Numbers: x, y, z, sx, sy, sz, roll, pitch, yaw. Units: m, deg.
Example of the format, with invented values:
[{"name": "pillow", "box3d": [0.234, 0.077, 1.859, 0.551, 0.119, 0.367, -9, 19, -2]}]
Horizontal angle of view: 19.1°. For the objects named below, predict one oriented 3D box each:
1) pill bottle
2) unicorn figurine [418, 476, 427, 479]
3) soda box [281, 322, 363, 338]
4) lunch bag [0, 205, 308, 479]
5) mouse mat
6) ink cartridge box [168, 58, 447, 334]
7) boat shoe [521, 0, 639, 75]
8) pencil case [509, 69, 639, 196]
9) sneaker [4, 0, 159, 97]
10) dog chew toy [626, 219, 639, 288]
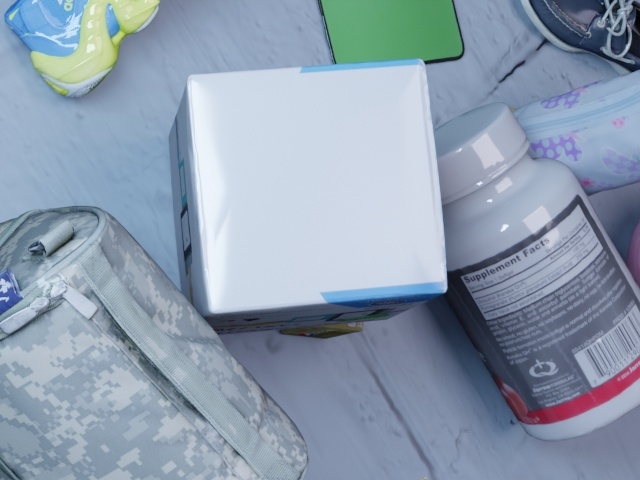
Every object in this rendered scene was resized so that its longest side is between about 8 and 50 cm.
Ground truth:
[{"name": "pill bottle", "box3d": [0.208, 0.028, 1.915, 0.176, 0.176, 0.318, -41, 107, -37]}, {"name": "unicorn figurine", "box3d": [0.021, 0.286, 1.791, 0.111, 0.060, 0.162, 17, 86, -36]}, {"name": "soda box", "box3d": [0.000, 0.000, 1.825, 0.058, 0.061, 0.181, 7, 76, -37]}, {"name": "lunch bag", "box3d": [-0.175, 0.120, 1.529, 0.305, 0.256, 0.212, 50, 54, -20]}, {"name": "mouse mat", "box3d": [0.068, -0.252, 1.972, 0.190, 0.007, 0.152, -12, 88, -39]}, {"name": "ink cartridge box", "box3d": [-0.020, -0.029, 1.643, 0.198, 0.270, 0.197, -5, 84, -8]}, {"name": "boat shoe", "box3d": [0.330, -0.240, 2.135, 0.254, 0.079, 0.095, 30, 63, -31]}, {"name": "pencil case", "box3d": [0.293, -0.114, 1.958, 0.124, 0.273, 0.113, 38, 52, -35]}, {"name": "sneaker", "box3d": [-0.186, -0.248, 1.690, 0.126, 0.091, 0.240, 42, 70, -17]}, {"name": "dog chew toy", "box3d": [0.493, 0.044, 2.140, 0.332, 0.207, 0.206, 15, 71, -45]}]
